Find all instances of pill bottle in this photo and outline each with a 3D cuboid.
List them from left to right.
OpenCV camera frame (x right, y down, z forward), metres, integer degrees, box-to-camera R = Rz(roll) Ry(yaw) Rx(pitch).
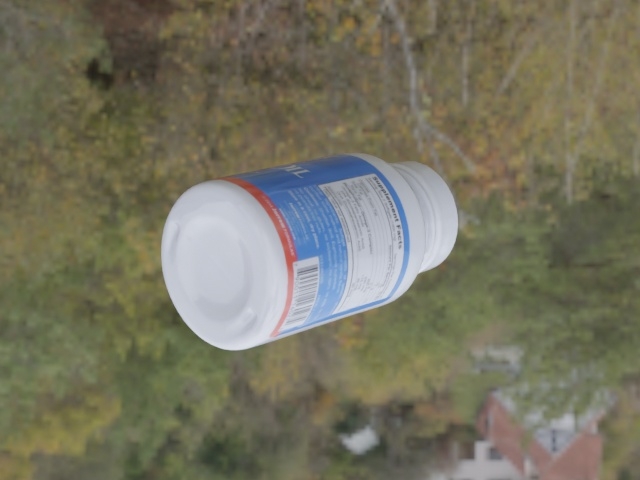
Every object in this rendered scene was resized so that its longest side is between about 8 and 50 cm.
[{"bbox_3d":[0.000,0.000,1.099,0.124,0.124,0.221,-20,176,43],"label":"pill bottle"}]
